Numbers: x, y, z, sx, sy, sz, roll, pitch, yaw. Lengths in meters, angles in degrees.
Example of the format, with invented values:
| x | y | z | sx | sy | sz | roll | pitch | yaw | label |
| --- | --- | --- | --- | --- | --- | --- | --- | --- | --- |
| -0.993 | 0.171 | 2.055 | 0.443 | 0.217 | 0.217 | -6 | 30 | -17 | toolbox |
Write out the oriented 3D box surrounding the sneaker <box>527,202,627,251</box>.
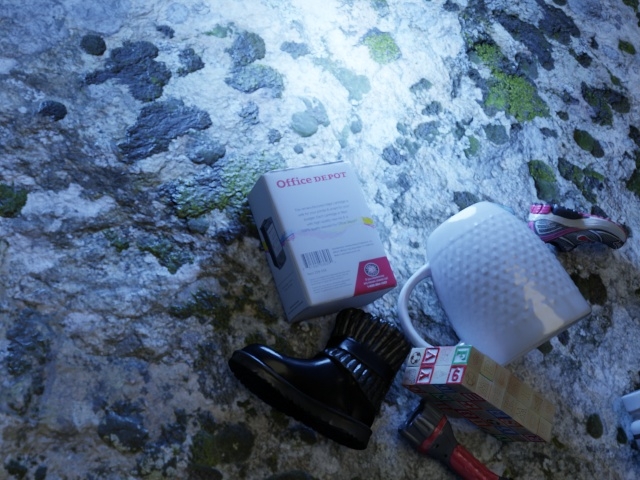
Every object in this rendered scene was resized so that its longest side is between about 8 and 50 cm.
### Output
| x | y | z | sx | sy | sz | roll | pitch | yaw | label |
| --- | --- | --- | --- | --- | --- | --- | --- | --- | --- |
| 0.652 | -0.019 | 2.122 | 0.299 | 0.121 | 0.112 | 12 | 92 | -21 | sneaker |

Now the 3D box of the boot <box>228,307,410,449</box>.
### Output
| x | y | z | sx | sy | sz | roll | pitch | yaw | label |
| --- | --- | --- | --- | --- | --- | --- | --- | --- | --- |
| 0.004 | 0.234 | 1.664 | 0.348 | 0.131 | 0.260 | 35 | 63 | -20 | boot |

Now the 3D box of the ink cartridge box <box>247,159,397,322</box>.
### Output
| x | y | z | sx | sy | sz | roll | pitch | yaw | label |
| --- | --- | --- | --- | --- | --- | --- | --- | --- | --- |
| 0.000 | 0.000 | 1.777 | 0.226 | 0.131 | 0.306 | -10 | 70 | -28 | ink cartridge box |

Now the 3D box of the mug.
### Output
| x | y | z | sx | sy | sz | roll | pitch | yaw | label |
| --- | --- | --- | --- | --- | --- | --- | --- | --- | --- |
| 0.351 | 0.116 | 1.834 | 0.374 | 0.276 | 0.328 | -30 | 74 | -2 | mug |

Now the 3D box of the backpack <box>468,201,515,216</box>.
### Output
| x | y | z | sx | sy | sz | roll | pitch | yaw | label |
| --- | --- | --- | --- | --- | --- | --- | --- | --- | --- |
| 0.422 | -0.034 | 2.022 | 0.105 | 0.084 | 0.114 | 14 | 65 | -17 | backpack |

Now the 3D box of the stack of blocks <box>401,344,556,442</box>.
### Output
| x | y | z | sx | sy | sz | roll | pitch | yaw | label |
| --- | --- | --- | --- | --- | --- | --- | --- | --- | --- |
| 0.338 | 0.330 | 1.753 | 0.297 | 0.171 | 0.087 | 36 | 61 | -28 | stack of blocks |

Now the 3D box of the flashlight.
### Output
| x | y | z | sx | sy | sz | roll | pitch | yaw | label |
| --- | --- | --- | --- | --- | --- | --- | --- | --- | --- |
| 0.305 | 0.461 | 1.717 | 0.304 | 0.103 | 0.103 | 40 | 22 | 2 | flashlight |

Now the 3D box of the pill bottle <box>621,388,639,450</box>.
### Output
| x | y | z | sx | sy | sz | roll | pitch | yaw | label |
| --- | --- | --- | --- | --- | --- | --- | --- | --- | --- |
| 0.832 | 0.477 | 1.933 | 0.161 | 0.161 | 0.283 | -12 | 73 | -30 | pill bottle |
